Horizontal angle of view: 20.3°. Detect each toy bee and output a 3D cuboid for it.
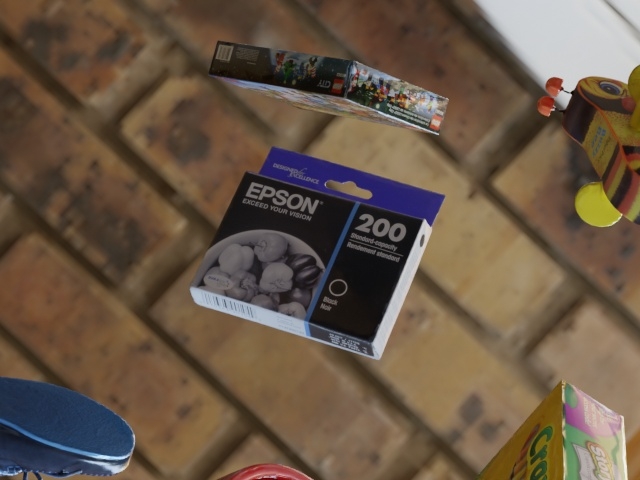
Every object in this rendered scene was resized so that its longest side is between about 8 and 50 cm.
[{"bbox_3d":[0.312,-0.108,1.902,0.162,0.195,0.298,12,-165,-8],"label":"toy bee"}]

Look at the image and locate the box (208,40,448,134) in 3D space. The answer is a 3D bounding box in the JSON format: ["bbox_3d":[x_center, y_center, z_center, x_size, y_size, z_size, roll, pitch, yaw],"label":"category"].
[{"bbox_3d":[0.007,-0.174,2.027,0.159,0.044,0.233,17,178,-43],"label":"box"}]

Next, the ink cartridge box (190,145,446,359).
[{"bbox_3d":[0.000,0.000,1.846,0.206,0.208,0.045,16,152,16],"label":"ink cartridge box"}]

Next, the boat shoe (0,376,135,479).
[{"bbox_3d":[-0.314,0.188,1.769,0.258,0.089,0.109,17,-150,-2],"label":"boat shoe"}]

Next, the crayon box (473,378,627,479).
[{"bbox_3d":[0.219,0.379,2.017,0.106,0.313,0.363,31,-153,-10],"label":"crayon box"}]

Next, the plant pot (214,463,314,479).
[{"bbox_3d":[-0.079,0.311,1.579,0.191,0.174,0.191,23,-127,-34],"label":"plant pot"}]
